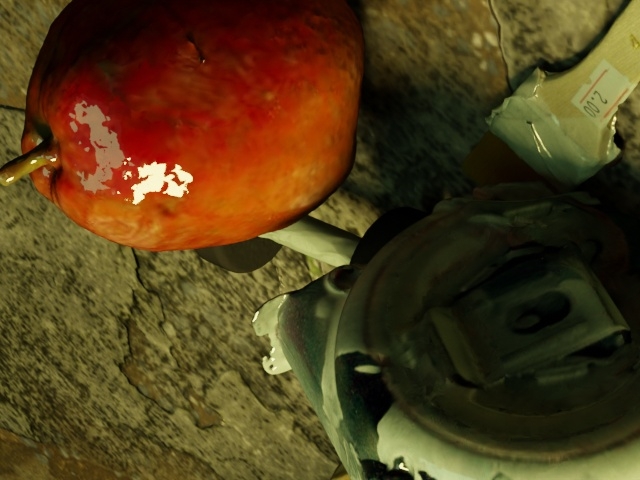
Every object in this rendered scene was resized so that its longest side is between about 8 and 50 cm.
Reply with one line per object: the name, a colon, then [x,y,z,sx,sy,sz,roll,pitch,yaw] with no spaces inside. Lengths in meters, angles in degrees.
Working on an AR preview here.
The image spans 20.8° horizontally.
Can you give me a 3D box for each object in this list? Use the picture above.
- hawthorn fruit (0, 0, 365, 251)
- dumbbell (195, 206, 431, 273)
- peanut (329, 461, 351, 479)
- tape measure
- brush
hawthorn fruit: [-0.101,-0.087,1.185,0.224,0.261,0.224,24,127,36]
dumbbell: [0.000,0.000,1.312,0.191,0.100,0.100,23,139,31]
peanut: [0.084,0.216,1.416,0.149,0.149,0.313,47,149,1]
tape measure: [0.125,0.092,1.107,0.147,0.275,0.256,84,162,-49]
brush: [0.178,-0.105,1.076,0.085,0.020,0.336,44,146,6]
